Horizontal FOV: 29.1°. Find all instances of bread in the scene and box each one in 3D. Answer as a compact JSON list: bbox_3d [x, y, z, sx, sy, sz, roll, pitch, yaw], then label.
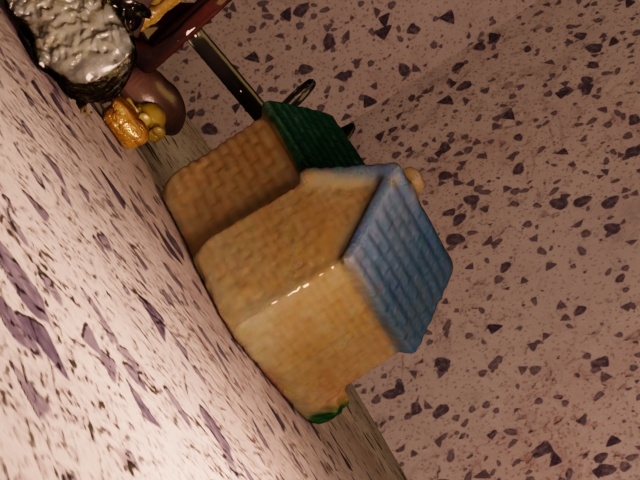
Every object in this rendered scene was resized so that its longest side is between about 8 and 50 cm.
[{"bbox_3d":[-0.285,-0.171,1.797,0.083,0.046,0.081,58,3,15],"label":"bread"}]

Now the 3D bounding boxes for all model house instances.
[{"bbox_3d":[0.000,0.000,1.849,0.382,0.342,0.335,57,1,40],"label":"model house"}]

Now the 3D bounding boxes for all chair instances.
[{"bbox_3d":[-0.151,-0.270,2.093,0.401,0.226,0.226,48,2,-11],"label":"chair"}]

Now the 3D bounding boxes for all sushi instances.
[{"bbox_3d":[-0.296,-0.276,1.499,0.212,0.147,0.115,53,0,9],"label":"sushi"}]

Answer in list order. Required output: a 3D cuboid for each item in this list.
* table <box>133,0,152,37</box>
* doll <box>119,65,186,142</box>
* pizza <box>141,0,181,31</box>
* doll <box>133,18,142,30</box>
[{"bbox_3d":[-0.354,-0.437,1.884,0.169,0.173,0.193,10,26,-33],"label":"table"},{"bbox_3d":[-0.306,-0.238,2.147,0.145,0.096,0.188,46,20,-2],"label":"doll"},{"bbox_3d":[-0.295,-0.427,2.025,0.188,0.204,0.081,20,-34,32],"label":"pizza"},{"bbox_3d":[-0.337,-0.352,1.614,0.248,0.127,0.088,27,0,24],"label":"doll"}]
